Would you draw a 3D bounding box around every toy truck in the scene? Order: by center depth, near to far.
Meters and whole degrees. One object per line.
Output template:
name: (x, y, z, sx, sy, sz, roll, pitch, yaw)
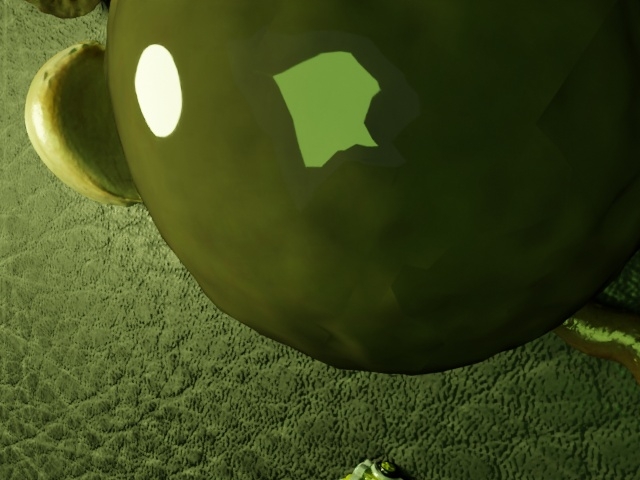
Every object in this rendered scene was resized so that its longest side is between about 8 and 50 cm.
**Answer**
toy truck: (0.066, 0.296, 0.717, 0.111, 0.077, 0.076, 23, 105, 29)

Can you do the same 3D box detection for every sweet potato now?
sweet potato: (0.269, 0.088, 0.590, 0.218, 0.051, 0.065, 36, 113, 24)

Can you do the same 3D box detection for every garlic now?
garlic: (-0.317, -0.154, 0.908, 0.164, 0.145, 0.245, -16, 87, 1)

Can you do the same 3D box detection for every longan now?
longan: (0.041, -0.098, 0.521, 0.436, 0.404, 0.404, 38, 112, 23)

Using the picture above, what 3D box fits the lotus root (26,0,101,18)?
lotus root: (-0.374, -0.493, 0.822, 0.316, 0.316, 0.250, -33, 68, 29)
